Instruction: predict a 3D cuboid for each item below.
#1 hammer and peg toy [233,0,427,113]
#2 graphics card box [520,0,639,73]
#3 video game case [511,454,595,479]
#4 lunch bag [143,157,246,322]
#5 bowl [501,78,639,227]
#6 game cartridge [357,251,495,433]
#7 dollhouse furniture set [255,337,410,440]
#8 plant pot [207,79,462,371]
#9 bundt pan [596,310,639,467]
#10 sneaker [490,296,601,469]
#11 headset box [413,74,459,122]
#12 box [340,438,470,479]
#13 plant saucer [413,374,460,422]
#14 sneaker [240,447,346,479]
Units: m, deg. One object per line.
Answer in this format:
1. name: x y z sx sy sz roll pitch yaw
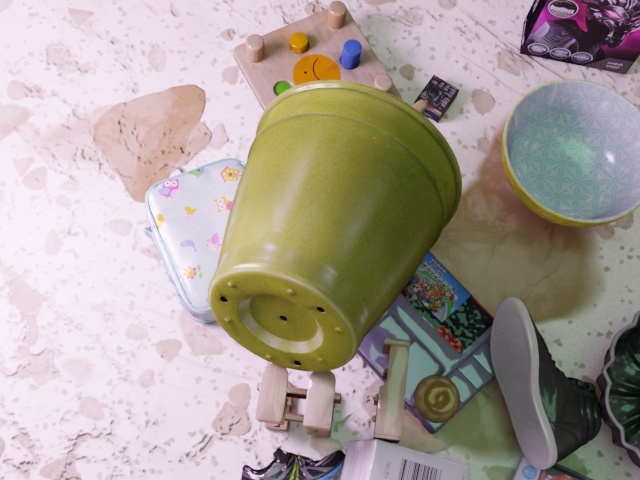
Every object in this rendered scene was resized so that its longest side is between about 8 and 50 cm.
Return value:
1. hammer and peg toy: 0.025 -0.275 1.682 0.266 0.127 0.361 -27 75 -14
2. graphics card box: 0.543 -0.466 1.648 0.233 0.371 0.094 11 71 -1
3. video game case: 0.421 0.517 1.436 0.275 0.035 0.248 21 66 21
4. lunch bag: -0.194 -0.002 1.585 0.224 0.108 0.279 -22 74 -9
5. bowl: 0.471 -0.144 1.646 0.290 0.156 0.289 1 72 -3
6. game cartridge: 0.164 0.144 1.584 0.230 0.068 0.355 -41 78 -11
7. dollhouse furniture set: 0.019 0.240 1.446 0.242 0.212 0.160 6 74 3
8. plant pot: 0.000 0.000 1.360 0.367 0.366 0.353 23 51 4
9. bundt pan: 0.639 0.276 1.531 0.331 0.124 0.330 1 72 -3
10. sneaker: 0.398 0.238 1.523 0.147 0.105 0.295 -9 82 -31
11. headset box: 0.230 -0.282 1.745 0.062 0.032 0.083 32 73 8
12. box: 0.128 0.436 1.425 0.181 0.119 0.181 19 71 -15
13. plant saucer: 0.205 0.275 1.508 0.084 0.015 0.083 2 76 -8
14. sneaker: -0.046 0.389 1.481 0.188 0.067 0.078 -13 79 -5
